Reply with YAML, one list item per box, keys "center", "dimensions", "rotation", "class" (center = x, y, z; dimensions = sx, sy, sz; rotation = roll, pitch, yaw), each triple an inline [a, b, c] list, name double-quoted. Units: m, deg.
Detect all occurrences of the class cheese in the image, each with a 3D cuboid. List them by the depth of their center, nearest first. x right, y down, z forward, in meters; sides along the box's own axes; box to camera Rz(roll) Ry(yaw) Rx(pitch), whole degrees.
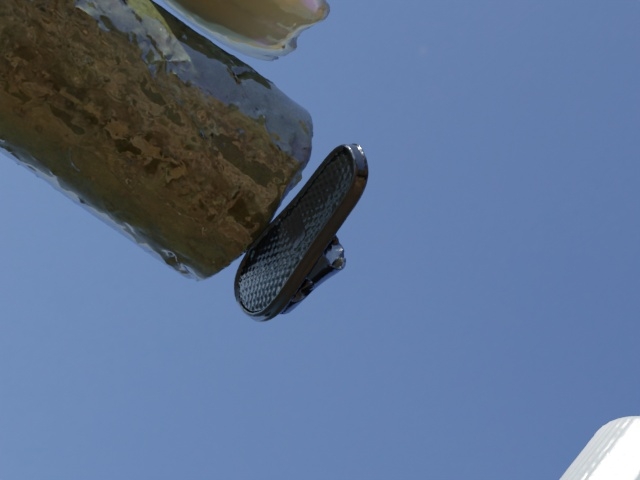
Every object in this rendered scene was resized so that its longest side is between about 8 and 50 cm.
- center: [-0.066, -0.267, 1.292]
  dimensions: [0.127, 0.266, 0.233]
  rotation: [-35, -60, 30]
  class: "cheese"

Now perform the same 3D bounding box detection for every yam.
- center: [-0.146, -0.097, 1.171]
  dimensions: [0.268, 0.161, 0.161]
  rotation: [34, -45, -7]
  class: "yam"

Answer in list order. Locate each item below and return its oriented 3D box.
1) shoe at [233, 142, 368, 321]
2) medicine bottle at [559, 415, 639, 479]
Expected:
- center: [0.000, 0.000, 1.079]
  dimensions: [0.159, 0.053, 0.062]
  rotation: [-54, -138, 36]
  class: "shoe"
- center: [0.203, 0.329, 1.288]
  dimensions: [0.242, 0.395, 0.242]
  rotation: [31, -38, 28]
  class: "medicine bottle"
